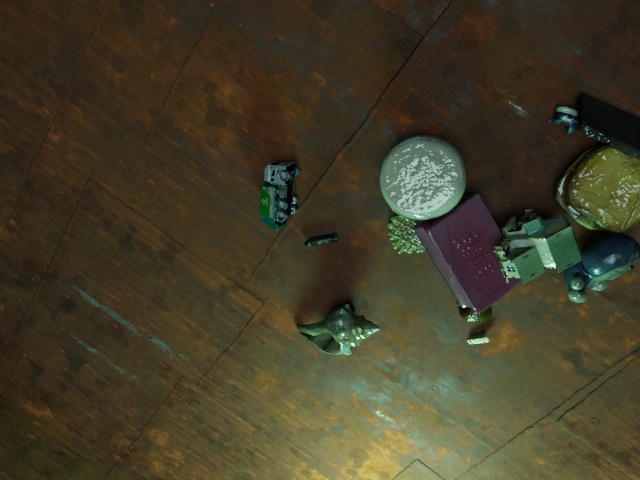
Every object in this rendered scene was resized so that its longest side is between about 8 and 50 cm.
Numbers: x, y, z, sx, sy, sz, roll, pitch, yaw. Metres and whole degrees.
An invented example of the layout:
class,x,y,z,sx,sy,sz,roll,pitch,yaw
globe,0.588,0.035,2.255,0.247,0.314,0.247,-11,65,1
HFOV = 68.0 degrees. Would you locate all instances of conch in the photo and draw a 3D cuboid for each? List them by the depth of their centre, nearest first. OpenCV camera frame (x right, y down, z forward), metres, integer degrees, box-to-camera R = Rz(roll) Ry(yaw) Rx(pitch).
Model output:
class,x,y,z,sx,sy,sz,roll,pitch,yaw
conch,0.078,0.358,1.884,0.386,0.169,0.203,-14,85,51

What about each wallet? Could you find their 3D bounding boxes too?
class,x,y,z,sx,sy,sz,roll,pitch,yaw
wallet,0.914,-0.328,1.428,0.309,0.165,0.042,22,152,-4

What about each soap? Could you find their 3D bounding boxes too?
class,x,y,z,sx,sy,sz,roll,pitch,yaw
soap,0.513,0.039,1.633,0.233,0.128,0.360,-36,103,-7

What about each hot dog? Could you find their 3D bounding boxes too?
class,x,y,z,sx,sy,sz,roll,pitch,yaw
hot dog,0.613,0.378,1.838,0.090,0.034,0.030,-20,118,38

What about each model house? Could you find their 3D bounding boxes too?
class,x,y,z,sx,sy,sz,roll,pitch,yaw
model house,0.713,0.001,1.514,0.206,0.271,0.178,2,124,53

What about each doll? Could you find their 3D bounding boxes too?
class,x,y,z,sx,sy,sz,roll,pitch,yaw
doll,0.926,0.082,1.560,0.154,0.228,0.258,64,152,20

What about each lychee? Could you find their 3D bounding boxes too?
class,x,y,z,sx,sy,sz,roll,pitch,yaw
lychee,0.568,0.253,1.755,0.146,0.114,0.114,27,116,-21

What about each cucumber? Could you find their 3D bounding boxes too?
class,x,y,z,sx,sy,sz,roll,pitch,yaw
cucumber,0.000,0.000,1.814,0.133,0.032,0.032,-11,109,17

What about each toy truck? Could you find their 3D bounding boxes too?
class,x,y,z,sx,sy,sz,roll,pitch,yaw
toy truck,-0.150,-0.164,1.740,0.124,0.114,0.254,12,113,19

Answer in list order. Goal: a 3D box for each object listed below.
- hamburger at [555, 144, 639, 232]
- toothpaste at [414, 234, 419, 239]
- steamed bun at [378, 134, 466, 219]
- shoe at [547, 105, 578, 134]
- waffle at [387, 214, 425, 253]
class,x,y,z,sx,sy,sz,roll,pitch,yaw
hamburger,0.911,-0.157,1.503,0.283,0.144,0.260,40,103,-1
toothpaste,0.468,0.051,1.716,0.296,0.048,0.075,40,109,-12
steamed bun,0.339,-0.208,1.576,0.282,0.177,0.283,1,95,16
shoe,0.794,-0.367,1.487,0.142,0.064,0.071,29,113,2
waffle,0.339,-0.031,1.729,0.183,0.036,0.169,-16,109,18
